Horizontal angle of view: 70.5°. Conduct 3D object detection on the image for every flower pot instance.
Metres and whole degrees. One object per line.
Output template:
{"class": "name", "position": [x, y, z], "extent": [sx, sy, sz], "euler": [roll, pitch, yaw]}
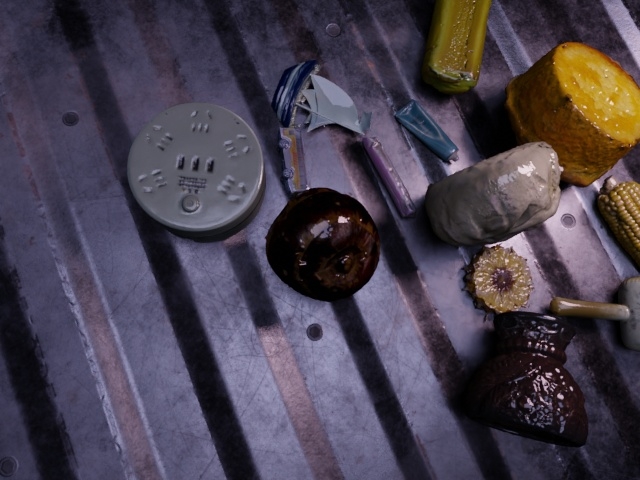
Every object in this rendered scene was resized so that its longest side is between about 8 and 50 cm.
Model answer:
{"class": "flower pot", "position": [0.507, 0.328, 1.100], "extent": [0.266, 0.267, 0.267], "euler": [18, 69, -1]}

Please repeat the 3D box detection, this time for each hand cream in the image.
{"class": "hand cream", "position": [0.318, -0.312, 1.311], "extent": [0.083, 0.048, 0.224], "euler": [-41, 80, -8]}

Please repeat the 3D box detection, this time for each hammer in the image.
{"class": "hammer", "position": [0.771, 0.193, 1.220], "extent": [0.305, 0.113, 0.202], "euler": [3, 76, 1]}

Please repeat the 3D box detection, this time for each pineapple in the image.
{"class": "pineapple", "position": [0.489, 0.113, 1.237], "extent": [0.220, 0.047, 0.222], "euler": [1, 80, -5]}

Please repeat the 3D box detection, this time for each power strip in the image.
{"class": "power strip", "position": [-0.307, -0.182, 1.171], "extent": [0.356, 0.161, 0.358], "euler": [1, 79, -4]}

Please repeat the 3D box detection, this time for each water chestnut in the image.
{"class": "water chestnut", "position": [0.000, 0.000, 1.132], "extent": [0.299, 0.300, 0.301], "euler": [1, 79, -4]}

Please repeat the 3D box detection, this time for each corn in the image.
{"class": "corn", "position": [0.893, -0.027, 1.255], "extent": [0.130, 0.130, 0.347], "euler": [-29, 83, -9]}

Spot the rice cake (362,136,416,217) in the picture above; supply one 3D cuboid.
{"class": "rice cake", "position": [0.193, -0.181, 1.266], "extent": [0.048, 0.055, 0.270], "euler": [-26, 84, -4]}

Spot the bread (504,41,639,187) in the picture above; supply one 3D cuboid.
{"class": "bread", "position": [0.688, -0.344, 1.225], "extent": [0.397, 0.215, 0.399], "euler": [9, 63, -18]}

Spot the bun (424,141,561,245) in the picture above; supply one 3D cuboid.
{"class": "bun", "position": [0.434, -0.097, 1.131], "extent": [0.359, 0.360, 0.211], "euler": [-21, 88, -8]}

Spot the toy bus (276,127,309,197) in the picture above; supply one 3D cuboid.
{"class": "toy bus", "position": [-0.077, -0.216, 1.247], "extent": [0.075, 0.064, 0.191], "euler": [-6, 79, -11]}

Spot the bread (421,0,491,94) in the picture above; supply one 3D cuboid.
{"class": "bread", "position": [0.400, -0.606, 1.334], "extent": [0.166, 0.112, 0.384], "euler": [13, 78, 1]}

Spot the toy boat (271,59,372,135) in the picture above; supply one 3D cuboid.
{"class": "toy boat", "position": [-0.009, -0.373, 1.282], "extent": [0.210, 0.070, 0.291], "euler": [-44, 88, -8]}
